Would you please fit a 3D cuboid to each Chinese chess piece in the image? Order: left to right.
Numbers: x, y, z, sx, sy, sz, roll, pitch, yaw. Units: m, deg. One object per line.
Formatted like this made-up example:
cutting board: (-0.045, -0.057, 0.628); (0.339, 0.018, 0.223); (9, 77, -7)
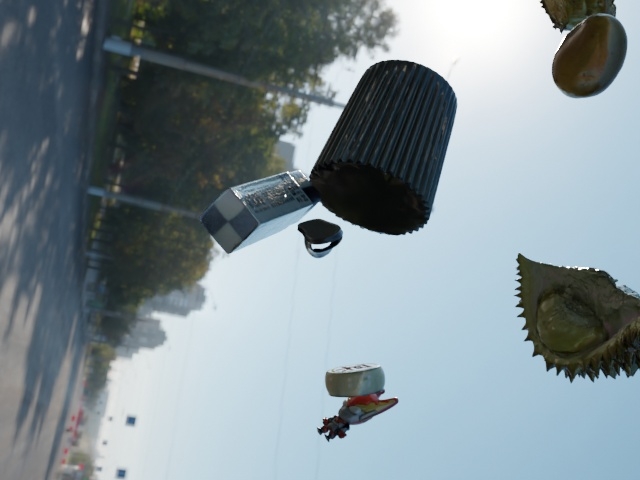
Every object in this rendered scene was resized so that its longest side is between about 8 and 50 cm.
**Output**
Chinese chess piece: (0.069, 0.278, 1.579); (0.122, 0.122, 0.051); (174, -90, -75)

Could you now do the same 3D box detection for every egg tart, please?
egg tart: (0.466, -0.466, 1.468); (0.212, 0.090, 0.213); (159, -90, -88)

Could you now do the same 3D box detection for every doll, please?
doll: (0.071, 0.363, 1.663); (0.109, 0.169, 0.057); (23, -35, 55)

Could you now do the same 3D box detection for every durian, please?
durian: (0.396, 0.110, 1.088); (0.306, 0.172, 0.167); (-155, -122, -73)

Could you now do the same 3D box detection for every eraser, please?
eraser: (-0.110, -0.069, 1.620); (0.096, 0.098, 0.404); (-42, 176, 18)

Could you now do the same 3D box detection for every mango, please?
mango: (0.320, -0.220, 0.942); (0.060, 0.080, 0.114); (-48, 159, -39)

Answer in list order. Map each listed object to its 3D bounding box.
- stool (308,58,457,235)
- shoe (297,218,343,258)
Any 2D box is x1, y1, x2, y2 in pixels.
stool: (0.164, -0.227, 1.876); (0.330, 0.297, 0.297); (-67, -172, -25)
shoe: (0.000, 0.000, 1.316); (0.159, 0.062, 0.053); (-139, -143, -70)
